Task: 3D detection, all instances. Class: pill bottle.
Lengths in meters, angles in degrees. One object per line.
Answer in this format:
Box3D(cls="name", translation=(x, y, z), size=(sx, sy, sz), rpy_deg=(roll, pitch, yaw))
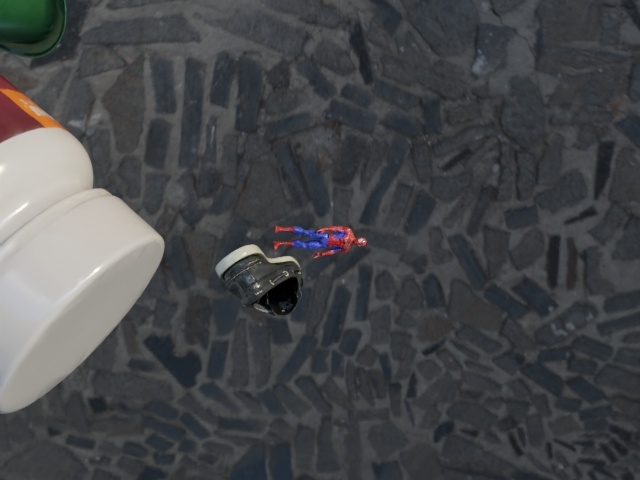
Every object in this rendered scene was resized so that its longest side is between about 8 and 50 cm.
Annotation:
Box3D(cls="pill bottle", translation=(-0.339, -0.055, 0.606), size=(0.392, 0.224, 0.224), rpy_deg=(39, 113, 3))

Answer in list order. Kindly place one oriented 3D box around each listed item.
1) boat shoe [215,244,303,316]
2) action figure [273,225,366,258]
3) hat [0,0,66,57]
Box3D(cls="boat shoe", translation=(-0.094, 0.096, 1.446), size=(0.127, 0.340, 0.113), rpy_deg=(-35, 73, 2))
Box3D(cls="action figure", translation=(0.000, 0.000, 0.907), size=(0.115, 0.030, 0.038), rpy_deg=(1, 107, -8))
Box3D(cls="hat", translation=(-0.414, -0.253, 0.781), size=(0.208, 0.183, 0.173), rpy_deg=(26, 132, 9))
